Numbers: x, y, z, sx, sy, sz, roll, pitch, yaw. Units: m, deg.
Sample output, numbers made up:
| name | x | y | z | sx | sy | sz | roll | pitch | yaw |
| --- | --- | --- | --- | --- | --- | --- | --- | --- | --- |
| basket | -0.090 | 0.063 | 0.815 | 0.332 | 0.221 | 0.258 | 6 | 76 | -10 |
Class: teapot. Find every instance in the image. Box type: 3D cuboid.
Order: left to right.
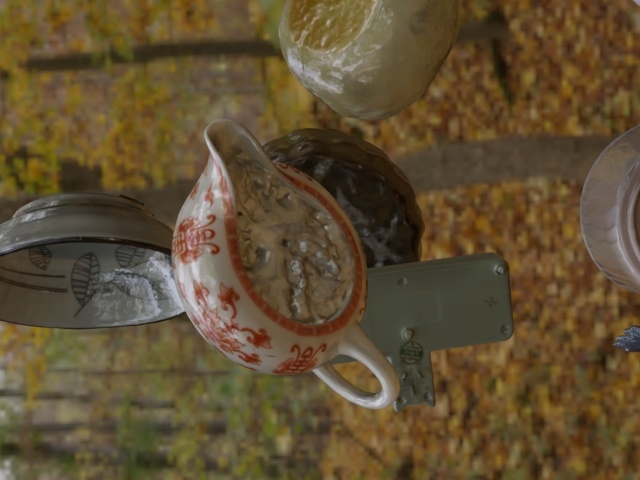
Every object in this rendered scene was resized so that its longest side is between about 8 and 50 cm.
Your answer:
| name | x | y | z | sx | sy | sz | roll | pitch | yaw |
| --- | --- | --- | --- | --- | --- | --- | --- | --- | --- |
| teapot | -0.029 | 0.030 | 1.083 | 0.245 | 0.116 | 0.159 | 46 | -143 | -12 |

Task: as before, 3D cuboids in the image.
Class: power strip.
| name | x | y | z | sx | sy | sz | roll | pitch | yaw |
| --- | --- | --- | --- | --- | --- | --- | --- | --- | --- |
| power strip | 0.086 | 0.097 | 1.455 | 0.061 | 0.215 | 0.145 | -114 | 16 | -78 |

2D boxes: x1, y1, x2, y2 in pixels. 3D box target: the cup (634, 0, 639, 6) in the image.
| name | x | y | z | sx | sy | sz | roll | pitch | yaw |
| --- | --- | --- | --- | --- | --- | --- | --- | --- | --- |
| cup | 0.252 | -0.231 | 0.966 | 0.136 | 0.099 | 0.133 | 57 | -132 | -26 |

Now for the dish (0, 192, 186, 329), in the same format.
| name | x | y | z | sx | sy | sz | roll | pitch | yaw |
| --- | --- | --- | --- | --- | --- | --- | --- | --- | --- |
| dish | -0.285 | 0.015 | 1.764 | 0.316 | 0.316 | 0.106 | 84 | -178 | -70 |

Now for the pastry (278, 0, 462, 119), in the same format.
| name | x | y | z | sx | sy | sz | roll | pitch | yaw |
| --- | --- | --- | --- | --- | --- | --- | --- | --- | --- |
| pastry | 0.039 | -0.177 | 1.188 | 0.092 | 0.156 | 0.156 | 29 | -127 | -52 |

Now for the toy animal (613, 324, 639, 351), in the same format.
| name | x | y | z | sx | sy | sz | roll | pitch | yaw |
| --- | --- | --- | --- | --- | --- | --- | --- | --- | --- |
| toy animal | 0.362 | 0.070 | 1.238 | 0.062 | 0.220 | 0.108 | -69 | -17 | -72 |

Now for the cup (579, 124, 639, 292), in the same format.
| name | x | y | z | sx | sy | sz | roll | pitch | yaw |
| --- | --- | --- | --- | --- | --- | --- | --- | --- | --- |
| cup | 0.445 | -0.054 | 1.699 | 0.208 | 0.288 | 0.273 | 48 | -175 | -1 |

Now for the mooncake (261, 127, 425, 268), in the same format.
| name | x | y | z | sx | sy | sz | roll | pitch | yaw |
| --- | --- | --- | --- | --- | --- | --- | --- | --- | --- |
| mooncake | 0.000 | 0.000 | 1.945 | 0.161 | 0.290 | 0.290 | -96 | 3 | -82 |
